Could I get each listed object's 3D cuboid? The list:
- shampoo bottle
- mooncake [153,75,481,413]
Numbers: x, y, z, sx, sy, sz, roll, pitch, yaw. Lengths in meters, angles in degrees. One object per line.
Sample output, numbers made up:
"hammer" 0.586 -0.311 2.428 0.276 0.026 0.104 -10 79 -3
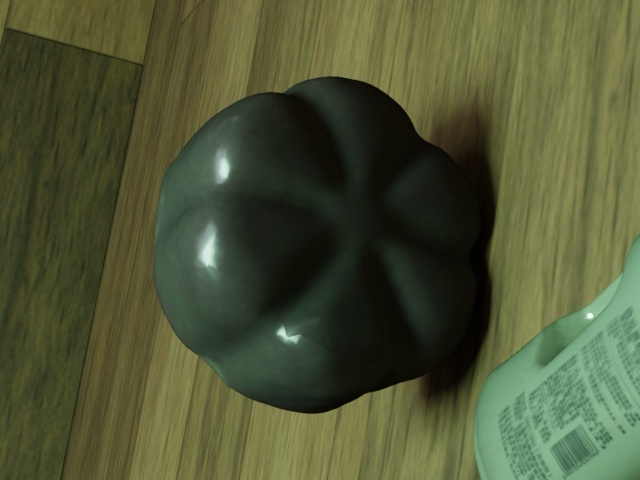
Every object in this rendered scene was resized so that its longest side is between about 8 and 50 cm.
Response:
"shampoo bottle" 0.166 0.058 0.672 0.234 0.087 0.118 126 151 -48
"mooncake" 0.000 0.000 0.982 0.133 0.245 0.245 -35 44 57
